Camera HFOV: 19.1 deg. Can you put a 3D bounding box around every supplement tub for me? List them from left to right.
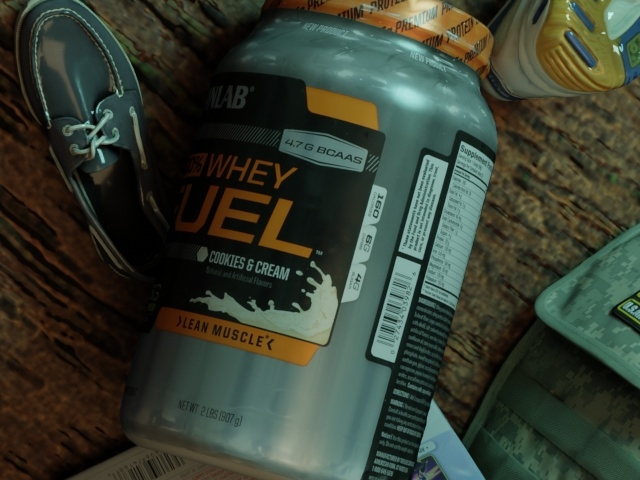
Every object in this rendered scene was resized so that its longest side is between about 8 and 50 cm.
[{"bbox_3d":[0.000,0.000,1.225,0.193,0.193,0.316,18,83,-25],"label":"supplement tub"}]

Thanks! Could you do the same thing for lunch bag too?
[{"bbox_3d":[0.243,0.131,1.362,0.169,0.235,0.287,25,97,-30],"label":"lunch bag"}]

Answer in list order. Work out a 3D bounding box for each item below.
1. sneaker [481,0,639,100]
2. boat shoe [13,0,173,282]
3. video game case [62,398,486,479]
[{"bbox_3d":[0.213,-0.199,1.319,0.296,0.131,0.112,-39,105,-30],"label":"sneaker"},{"bbox_3d":[-0.140,-0.064,1.245,0.075,0.065,0.206,-23,114,-12],"label":"boat shoe"},{"bbox_3d":[-0.014,0.216,1.294,0.269,0.244,0.061,-25,145,-11],"label":"video game case"}]
